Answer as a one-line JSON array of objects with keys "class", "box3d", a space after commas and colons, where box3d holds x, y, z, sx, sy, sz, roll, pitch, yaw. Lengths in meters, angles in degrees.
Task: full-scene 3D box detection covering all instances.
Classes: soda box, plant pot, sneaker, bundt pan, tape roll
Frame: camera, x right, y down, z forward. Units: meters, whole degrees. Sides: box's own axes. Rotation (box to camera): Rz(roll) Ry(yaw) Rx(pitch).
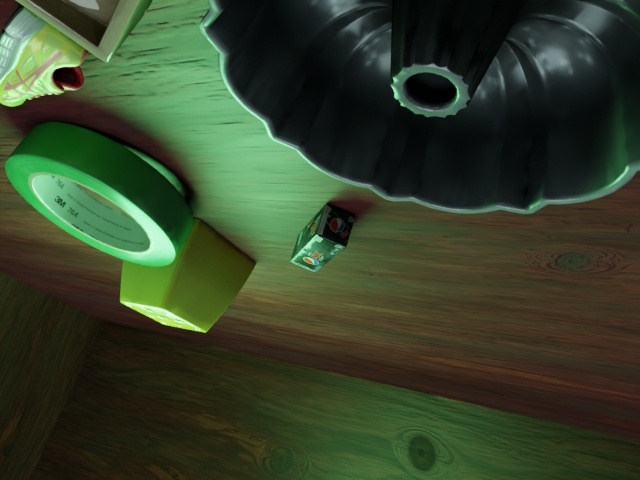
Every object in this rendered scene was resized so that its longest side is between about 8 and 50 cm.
[{"class": "soda box", "box3d": [0.000, 0.000, 0.902, 0.053, 0.060, 0.169, 21, 157, -11]}, {"class": "plant pot", "box3d": [-0.305, 0.083, 1.170, 0.212, 0.187, 0.212, 2, 154, 33]}, {"class": "sneaker", "box3d": [-0.343, -0.205, 0.655, 0.094, 0.082, 0.208, 29, 156, -30]}, {"class": "bundt pan", "box3d": [0.090, -0.152, 0.383, 0.330, 0.124, 0.331, 15, 158, 6]}, {"class": "tape roll", "box3d": [-0.391, -0.071, 0.965, 0.321, 0.077, 0.321, 18, 153, 10]}]

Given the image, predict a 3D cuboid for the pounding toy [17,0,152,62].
[{"class": "pounding toy", "box3d": [-0.183, -0.267, 0.379, 0.181, 0.094, 0.206, 34, 145, -23]}]
